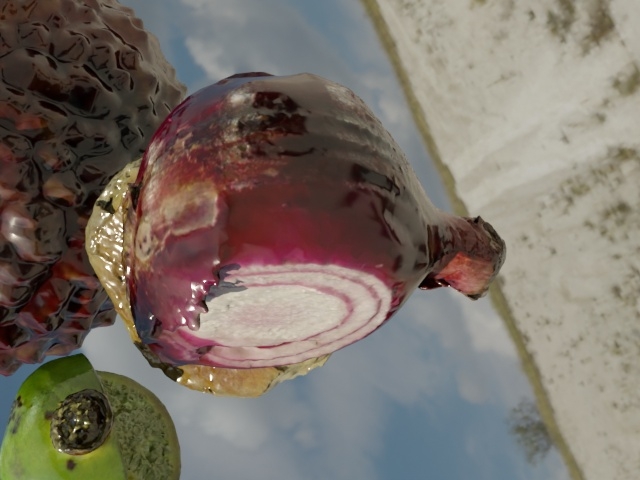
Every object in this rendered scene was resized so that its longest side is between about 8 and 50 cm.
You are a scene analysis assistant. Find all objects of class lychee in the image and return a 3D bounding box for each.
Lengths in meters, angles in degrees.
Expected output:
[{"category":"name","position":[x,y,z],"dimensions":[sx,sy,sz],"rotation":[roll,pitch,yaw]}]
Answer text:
[{"category":"lychee","position":[-0.325,-0.078,0.822],"dimensions":[0.424,0.424,0.500],"rotation":[61,-174,-1]}]

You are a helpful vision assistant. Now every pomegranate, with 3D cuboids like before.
[{"category":"pomegranate","position":[-0.190,0.162,0.691],"dimensions":[0.169,0.122,0.143],"rotation":[49,-160,-76]}]

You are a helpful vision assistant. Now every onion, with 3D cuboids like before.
[{"category":"onion","position":[-0.003,-0.015,0.451],"dimensions":[0.198,0.173,0.135],"rotation":[-3,-110,-24]}]

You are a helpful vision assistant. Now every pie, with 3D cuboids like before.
[{"category":"pie","position":[-0.069,0.024,0.610],"dimensions":[0.195,0.195,0.046],"rotation":[55,-148,-16]}]
